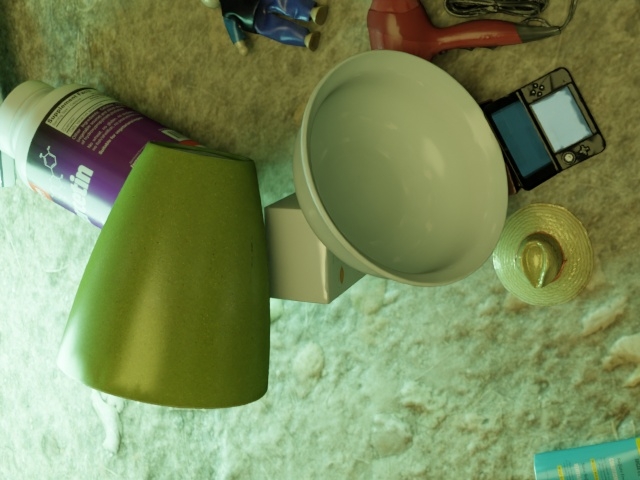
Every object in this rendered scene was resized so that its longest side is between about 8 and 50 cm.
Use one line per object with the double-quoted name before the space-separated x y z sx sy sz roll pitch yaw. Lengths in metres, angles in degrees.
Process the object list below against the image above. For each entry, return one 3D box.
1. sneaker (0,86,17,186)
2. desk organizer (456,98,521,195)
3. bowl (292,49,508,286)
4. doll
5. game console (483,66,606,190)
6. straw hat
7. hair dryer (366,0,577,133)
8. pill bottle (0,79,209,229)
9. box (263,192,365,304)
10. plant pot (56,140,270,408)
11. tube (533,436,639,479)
"sneaker" -0.568 -0.235 1.499 0.128 0.126 0.321 -12 93 -17
"desk organizer" 0.219 -0.118 1.248 0.050 0.047 0.130 -18 96 24
"bowl" 0.078 -0.075 1.171 0.134 0.298 0.297 -25 93 57
"doll" -0.089 -0.321 1.329 0.189 0.046 0.129 23 111 16
"game console" 0.285 -0.142 1.198 0.107 0.071 0.122 -27 92 27
"straw hat" 0.287 0.027 1.248 0.145 0.061 0.144 6 106 22
"hair dryer" 0.166 -0.263 1.214 0.224 0.080 0.293 38 115 10
"pill bottle" -0.320 -0.116 1.408 0.323 0.181 0.181 28 113 15
"box" 0.000 0.000 1.304 0.091 0.170 0.130 4 105 22
"plant pot" -0.175 0.029 1.212 0.275 0.275 0.293 14 98 20
"tube" 0.398 0.304 1.285 0.207 0.052 0.080 -13 105 20
